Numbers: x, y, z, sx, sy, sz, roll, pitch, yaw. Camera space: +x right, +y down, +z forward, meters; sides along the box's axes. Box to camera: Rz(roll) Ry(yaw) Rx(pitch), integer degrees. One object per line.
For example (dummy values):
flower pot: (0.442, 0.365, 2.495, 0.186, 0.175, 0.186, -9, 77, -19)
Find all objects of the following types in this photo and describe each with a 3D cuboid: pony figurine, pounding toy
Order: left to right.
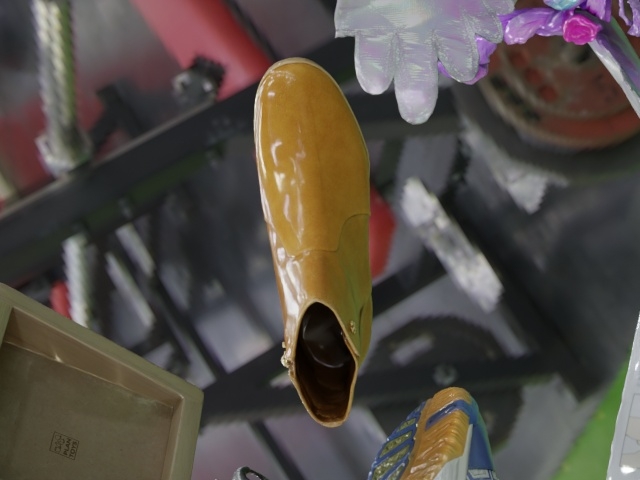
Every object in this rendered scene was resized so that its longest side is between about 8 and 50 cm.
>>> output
pounding toy: (-0.117, 0.121, 0.740, 0.141, 0.130, 0.100, 31, 128, -21)
pony figurine: (0.177, -0.207, 1.224, 0.303, 0.363, 0.351, 25, -155, -18)

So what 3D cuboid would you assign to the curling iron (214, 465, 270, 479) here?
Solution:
curling iron: (0.028, 0.260, 1.243, 0.274, 0.035, 0.068, 40, -177, 18)

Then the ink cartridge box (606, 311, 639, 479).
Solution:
ink cartridge box: (0.441, 0.113, 1.561, 0.308, 0.385, 0.091, 2, 162, 39)

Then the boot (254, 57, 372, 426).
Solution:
boot: (-0.001, 0.001, 1.530, 0.211, 0.104, 0.295, -88, -12, -66)

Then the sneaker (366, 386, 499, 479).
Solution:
sneaker: (0.114, 0.246, 1.396, 0.131, 0.112, 0.296, 40, -151, -19)
